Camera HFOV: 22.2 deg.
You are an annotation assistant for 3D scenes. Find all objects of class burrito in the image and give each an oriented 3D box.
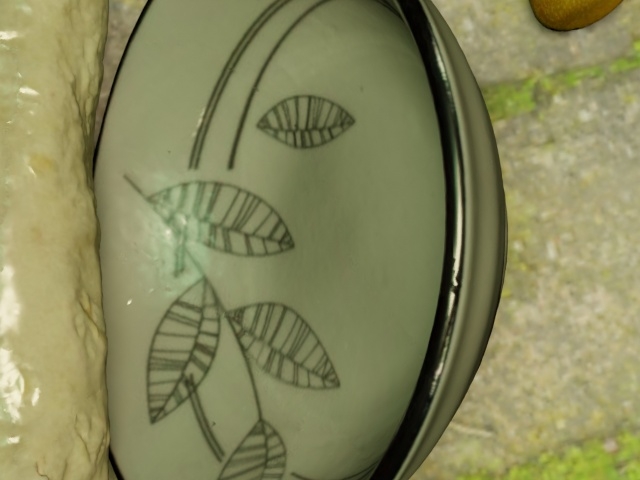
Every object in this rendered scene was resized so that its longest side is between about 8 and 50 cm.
[{"bbox_3d":[-0.156,0.001,0.805,0.105,0.143,0.299,5,74,-28],"label":"burrito"}]

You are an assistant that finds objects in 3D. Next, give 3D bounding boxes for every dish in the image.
[{"bbox_3d":[0.000,0.000,0.761,0.106,0.316,0.316,5,83,-33],"label":"dish"}]

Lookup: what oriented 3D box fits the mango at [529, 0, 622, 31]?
[{"bbox_3d":[0.112,-0.202,0.817,0.098,0.075,0.190,-24,84,23],"label":"mango"}]
